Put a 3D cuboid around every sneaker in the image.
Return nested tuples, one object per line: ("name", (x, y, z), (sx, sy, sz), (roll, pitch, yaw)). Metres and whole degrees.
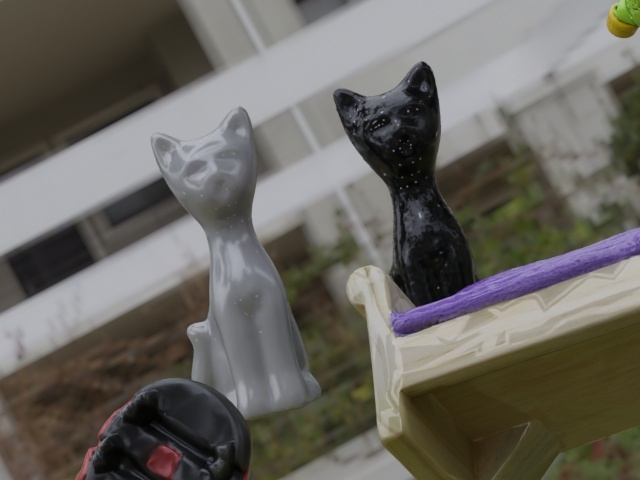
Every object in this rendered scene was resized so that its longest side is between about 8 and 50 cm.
("sneaker", (-0.127, 0.208, 1.094), (0.276, 0.097, 0.135), (-53, -20, -8))

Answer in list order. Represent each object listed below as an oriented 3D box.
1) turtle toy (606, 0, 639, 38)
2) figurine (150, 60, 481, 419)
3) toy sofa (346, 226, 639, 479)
("turtle toy", (0.258, -0.205, 1.425), (0.095, 0.066, 0.130), (104, -175, -58))
("figurine", (0.000, 0.000, 1.334), (0.215, 0.209, 0.092), (-13, 4, -6))
("toy sofa", (0.206, 0.017, 1.071), (0.362, 0.177, 0.150), (-21, -39, 20))
